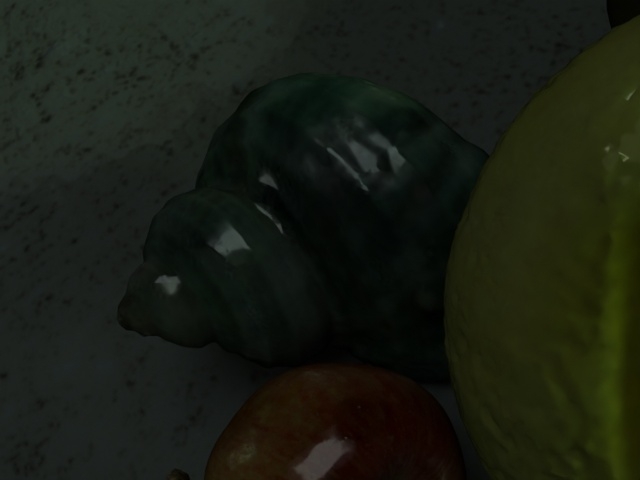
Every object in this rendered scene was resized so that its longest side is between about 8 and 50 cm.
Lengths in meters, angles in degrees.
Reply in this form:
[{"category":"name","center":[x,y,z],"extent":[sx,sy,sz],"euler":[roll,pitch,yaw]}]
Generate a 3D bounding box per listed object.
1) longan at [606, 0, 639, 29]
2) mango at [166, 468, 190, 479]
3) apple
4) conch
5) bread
[{"category":"longan","center":[0.288,-0.157,0.707],"extent":[0.220,0.196,0.196],"euler":[-5,60,6]},{"category":"mango","center":[-0.130,0.286,0.670],"extent":[0.177,0.119,0.316],"euler":[4,71,22]},{"category":"apple","center":[0.006,0.141,0.682],"extent":[0.146,0.146,0.131],"euler":[-51,31,-10]},{"category":"conch","center":[0.000,0.000,0.757],"extent":[0.277,0.195,0.220],"euler":[-16,84,-16]},{"category":"bread","center":[0.216,0.032,0.560],"extent":[0.321,0.237,0.320],"euler":[10,112,27]}]
